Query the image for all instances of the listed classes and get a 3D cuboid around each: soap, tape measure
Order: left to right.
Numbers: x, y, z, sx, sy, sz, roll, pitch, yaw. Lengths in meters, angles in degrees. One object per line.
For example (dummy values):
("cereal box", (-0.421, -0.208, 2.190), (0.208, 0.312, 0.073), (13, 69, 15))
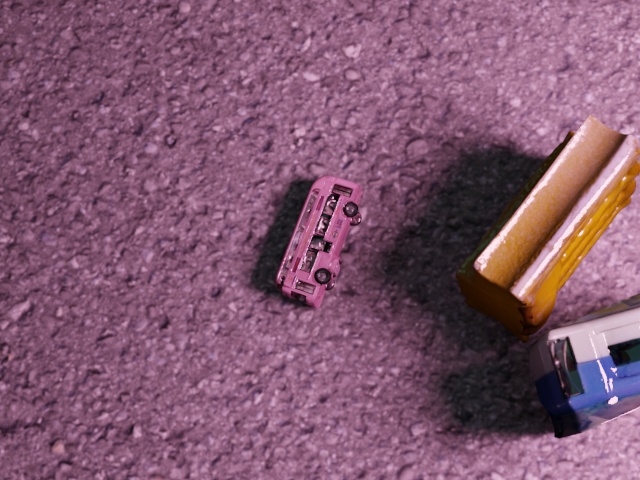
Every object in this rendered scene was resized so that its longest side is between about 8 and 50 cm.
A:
("soap", (0.329, -0.012, 1.442), (0.143, 0.259, 0.281), (38, 82, 18))
("tape measure", (0.415, 0.160, 1.393), (0.262, 0.259, 0.138), (-23, 79, 0))

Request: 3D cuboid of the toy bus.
("toy bus", (0.000, 0.000, 1.569), (0.090, 0.063, 0.203), (18, 79, 12))
